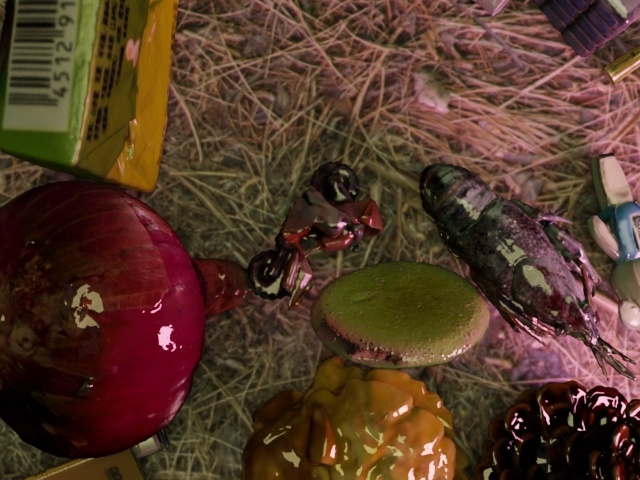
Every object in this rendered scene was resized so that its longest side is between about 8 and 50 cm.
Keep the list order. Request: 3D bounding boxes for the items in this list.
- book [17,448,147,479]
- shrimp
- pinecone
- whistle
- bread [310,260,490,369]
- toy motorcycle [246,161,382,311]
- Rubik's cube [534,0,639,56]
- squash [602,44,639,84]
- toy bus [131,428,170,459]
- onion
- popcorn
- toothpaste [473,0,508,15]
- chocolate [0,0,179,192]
[{"bbox_3d":[-0.375,0.436,1.781,0.389,0.032,0.268,-23,107,1],"label":"book"},{"bbox_3d":[0.279,0.024,1.773,0.372,0.137,0.172,44,85,3],"label":"shrimp"},{"bbox_3d":[0.331,0.282,1.685,0.246,0.292,0.246,6,75,-24],"label":"pinecone"},{"bbox_3d":[0.398,0.002,1.805,0.114,0.077,0.235,-13,81,-29],"label":"whistle"},{"bbox_3d":[0.099,0.086,1.737,0.229,0.228,0.033,-3,121,1],"label":"bread"},{"bbox_3d":[0.000,0.000,1.798,0.118,0.084,0.212,34,74,5],"label":"toy motorcycle"},{"bbox_3d":[0.363,-0.403,1.738,0.238,0.237,0.237,-41,87,-2],"label":"Rubik's cube"},{"bbox_3d":[0.414,-0.239,1.835,0.083,0.027,0.027,-34,88,-2],"label":"squash"},{"bbox_3d":[-0.265,0.267,1.800,0.123,0.075,0.060,-22,88,0],"label":"toy bus"},{"bbox_3d":[-0.248,0.087,1.721,0.385,0.348,0.347,-13,87,-38],"label":"onion"},{"bbox_3d":[0.064,0.282,1.700,0.332,0.225,0.265,36,119,16],"label":"popcorn"},{"bbox_3d":[0.171,-0.377,1.841,0.194,0.043,0.067,43,92,8],"label":"toothpaste"},{"bbox_3d":[-0.288,-0.223,1.724,0.137,0.289,0.300,7,87,12],"label":"chocolate"}]
